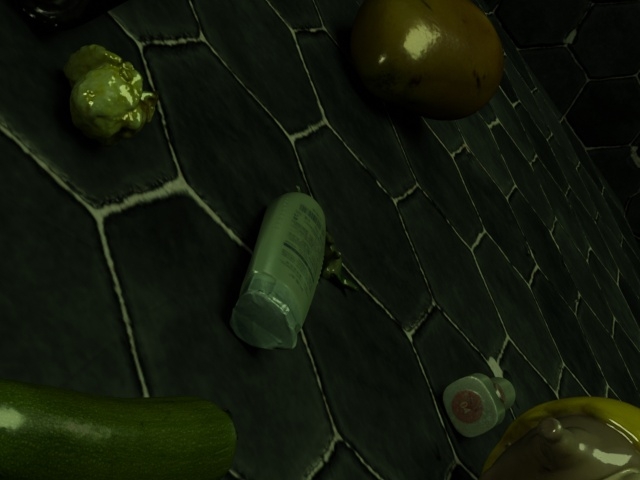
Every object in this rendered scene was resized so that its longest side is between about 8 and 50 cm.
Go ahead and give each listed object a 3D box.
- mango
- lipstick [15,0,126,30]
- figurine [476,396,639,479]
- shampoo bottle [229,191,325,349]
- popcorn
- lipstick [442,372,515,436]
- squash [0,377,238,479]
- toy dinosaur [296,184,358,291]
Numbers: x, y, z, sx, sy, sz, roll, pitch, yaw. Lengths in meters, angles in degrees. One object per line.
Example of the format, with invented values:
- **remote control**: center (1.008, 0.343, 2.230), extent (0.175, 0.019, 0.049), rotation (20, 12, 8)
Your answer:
- **mango**: center (0.152, -0.279, 1.574), extent (0.317, 0.173, 0.211), rotation (-9, 76, -55)
- **lipstick**: center (-0.172, -0.247, 0.904), extent (0.081, 0.081, 0.300), rotation (54, 22, -15)
- **figurine**: center (0.216, 0.252, 0.952), extent (0.187, 0.215, 0.343), rotation (60, 22, 10)
- **shampoo bottle**: center (-0.032, 0.021, 0.916), extent (0.072, 0.049, 0.212), rotation (58, 20, -17)
- **popcorn**: center (-0.159, -0.110, 0.784), extent (0.083, 0.059, 0.068), rotation (56, 20, 13)
- **lipstick**: center (0.195, 0.180, 1.220), extent (0.063, 0.057, 0.186), rotation (64, 18, 11)
- **squash**: center (-0.116, 0.114, 0.579), extent (0.258, 0.069, 0.069), rotation (21, 43, -59)
- **toy dinosaur**: center (0.000, 0.001, 1.061), extent (0.120, 0.029, 0.060), rotation (60, 5, 14)
